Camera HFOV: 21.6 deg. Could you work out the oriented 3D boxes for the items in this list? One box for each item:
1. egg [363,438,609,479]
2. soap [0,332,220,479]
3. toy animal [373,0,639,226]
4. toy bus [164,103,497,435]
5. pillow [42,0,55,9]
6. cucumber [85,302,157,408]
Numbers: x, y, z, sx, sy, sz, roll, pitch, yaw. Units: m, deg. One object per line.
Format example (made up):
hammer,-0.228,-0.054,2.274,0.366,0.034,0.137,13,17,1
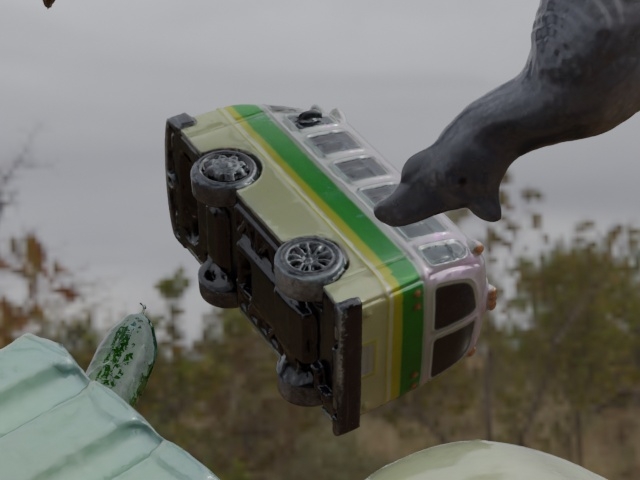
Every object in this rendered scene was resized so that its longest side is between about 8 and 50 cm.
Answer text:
egg,0.140,0.291,1.096,0.345,0.283,0.283,36,-10,-5
soap,-0.195,0.191,0.696,0.347,0.115,0.208,-27,44,-35
toy animal,0.186,-0.145,0.930,0.206,0.367,0.081,24,-4,31
toy bus,0.000,0.000,1.427,0.179,0.143,0.305,-21,43,-23
pillow,-0.167,-0.277,1.135,0.049,0.135,0.248,6,-33,-7
cucumber,-0.127,0.090,1.021,0.039,0.039,0.168,-4,27,15
